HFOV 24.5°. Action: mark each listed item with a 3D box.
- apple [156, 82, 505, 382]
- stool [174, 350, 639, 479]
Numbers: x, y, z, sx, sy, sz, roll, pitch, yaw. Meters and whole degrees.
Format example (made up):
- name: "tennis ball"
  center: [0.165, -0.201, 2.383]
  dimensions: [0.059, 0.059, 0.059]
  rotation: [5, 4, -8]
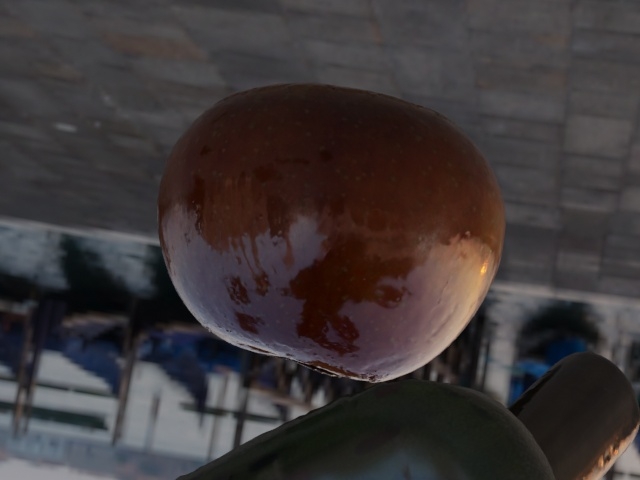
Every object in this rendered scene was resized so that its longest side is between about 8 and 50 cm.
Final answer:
- name: "apple"
  center: [0.000, 0.000, 0.941]
  dimensions: [0.210, 0.173, 0.235]
  rotation: [15, 167, -21]
- name: "stool"
  center: [0.045, 0.236, 0.685]
  dimensions: [0.310, 0.310, 0.226]
  rotation: [-27, 168, 27]
